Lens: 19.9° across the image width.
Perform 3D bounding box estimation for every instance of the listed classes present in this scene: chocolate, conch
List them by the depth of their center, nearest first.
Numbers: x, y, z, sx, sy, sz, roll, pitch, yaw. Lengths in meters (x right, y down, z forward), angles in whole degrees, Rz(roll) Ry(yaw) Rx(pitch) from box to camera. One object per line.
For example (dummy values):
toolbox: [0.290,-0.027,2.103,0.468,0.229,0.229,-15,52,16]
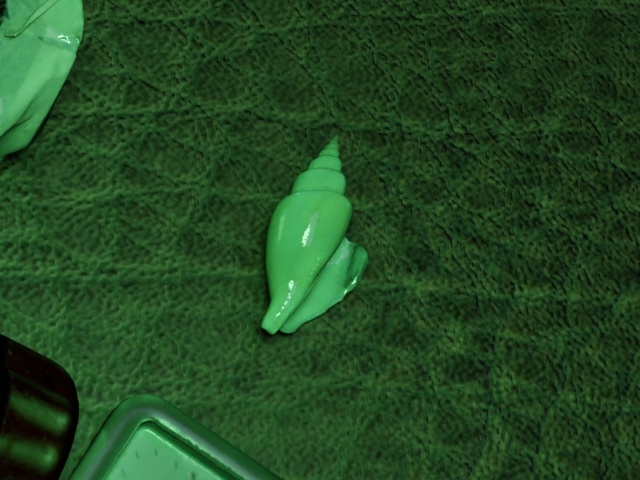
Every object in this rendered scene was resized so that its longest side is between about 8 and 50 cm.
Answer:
chocolate: [-0.213,0.142,1.273,0.080,0.149,0.125,16,103,-15]
conch: [-0.007,-0.001,1.446,0.065,0.088,0.180,6,68,29]

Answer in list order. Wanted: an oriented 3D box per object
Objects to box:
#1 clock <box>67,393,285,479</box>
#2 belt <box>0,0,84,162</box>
clock: [-0.096,0.287,1.299,0.273,0.049,0.279,36,62,-5]
belt: [-0.338,-0.118,1.330,0.347,0.117,0.212,-31,81,-27]
